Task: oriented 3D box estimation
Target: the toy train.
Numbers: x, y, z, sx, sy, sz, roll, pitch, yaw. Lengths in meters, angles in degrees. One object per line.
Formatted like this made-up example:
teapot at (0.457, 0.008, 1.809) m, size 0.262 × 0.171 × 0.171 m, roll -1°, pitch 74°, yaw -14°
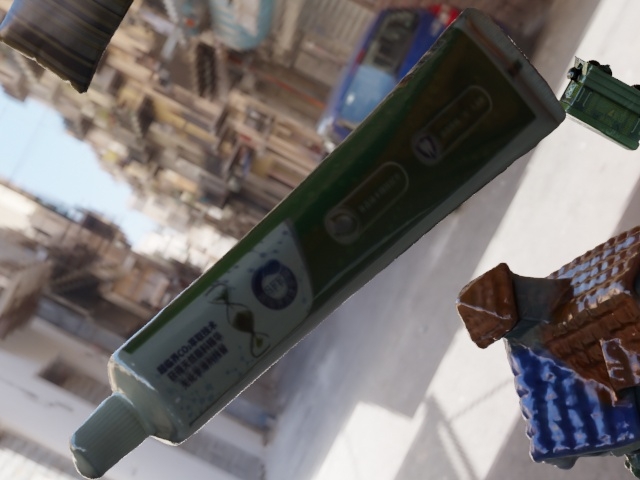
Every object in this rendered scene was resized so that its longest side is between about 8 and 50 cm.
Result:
toy train at (0.250, -0.119, 1.109) m, size 0.056 × 0.093 × 0.038 m, roll -61°, pitch 15°, yaw 11°

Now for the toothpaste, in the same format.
toothpaste at (0.000, 0.000, 0.767) m, size 0.392 × 0.099 × 0.061 m, roll -42°, pitch 3°, yaw -24°

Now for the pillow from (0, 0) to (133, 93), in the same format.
pillow at (-0.227, -0.257, 1.243) m, size 0.203 × 0.113 × 0.038 m, roll -58°, pitch -5°, yaw 12°

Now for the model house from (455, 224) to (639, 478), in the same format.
model house at (0.309, 0.110, 1.272) m, size 0.295 × 0.329 × 0.252 m, roll -37°, pitch 52°, yaw 55°
